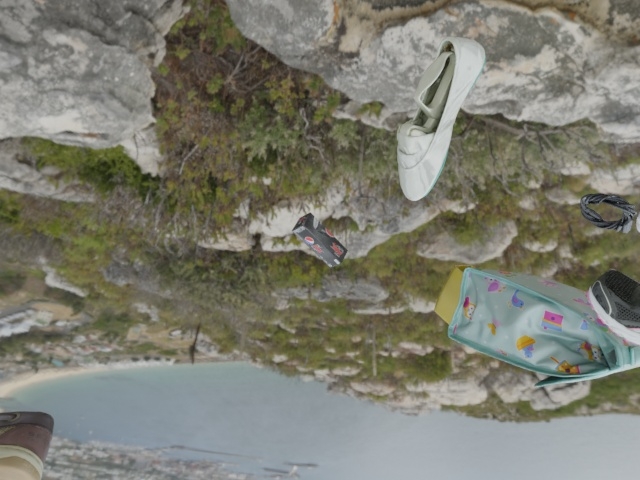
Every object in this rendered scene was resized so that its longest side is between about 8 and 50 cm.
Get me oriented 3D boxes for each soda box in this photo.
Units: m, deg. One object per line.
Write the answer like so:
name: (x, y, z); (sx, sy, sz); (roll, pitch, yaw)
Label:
soda box: (0.000, 0.000, 1.286); (0.169, 0.060, 0.053); (45, 139, -19)

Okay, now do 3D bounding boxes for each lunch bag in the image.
lunch bag: (0.389, 0.150, 0.732); (0.223, 0.160, 0.262); (10, -174, -40)

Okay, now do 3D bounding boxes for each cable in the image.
cable: (0.847, -0.092, 1.310); (0.150, 0.047, 0.184); (37, 176, 40)

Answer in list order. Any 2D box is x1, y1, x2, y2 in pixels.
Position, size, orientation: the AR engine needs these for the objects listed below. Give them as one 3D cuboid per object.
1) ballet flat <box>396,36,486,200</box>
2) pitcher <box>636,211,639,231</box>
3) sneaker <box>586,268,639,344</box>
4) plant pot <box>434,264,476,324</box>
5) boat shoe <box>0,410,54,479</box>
ballet flat: (0.260, -0.297, 1.076); (0.139, 0.139, 0.400); (17, 105, -17)
pitcher: (0.849, -0.015, 0.983); (0.178, 0.207, 0.125); (-4, 111, 11)
sneaker: (0.383, 0.086, 0.467); (0.178, 0.072, 0.077); (37, 152, 15)
plant pot: (0.539, 0.226, 1.597); (0.212, 0.212, 0.187); (4, 126, -55)
boat shoe: (-0.425, 0.241, 0.464); (0.285, 0.092, 0.102); (-10, 116, 1)
